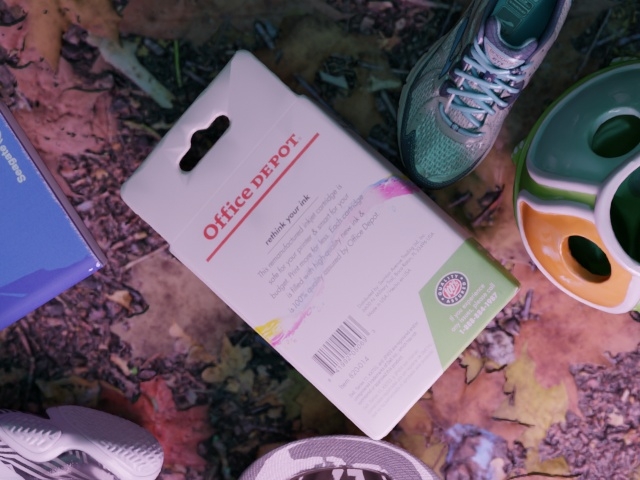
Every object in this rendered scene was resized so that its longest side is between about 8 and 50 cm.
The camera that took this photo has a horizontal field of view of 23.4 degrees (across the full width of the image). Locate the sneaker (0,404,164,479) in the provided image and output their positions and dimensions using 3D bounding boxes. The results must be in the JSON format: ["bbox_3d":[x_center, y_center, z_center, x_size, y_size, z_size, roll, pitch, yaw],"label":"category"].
[{"bbox_3d":[-0.356,0.262,1.560,0.365,0.137,0.210,13,100,-15],"label":"sneaker"}]

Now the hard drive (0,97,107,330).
[{"bbox_3d":[-0.411,0.020,1.589,0.318,0.040,0.210,-32,97,6],"label":"hard drive"}]

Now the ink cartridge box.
[{"bbox_3d":[0.000,0.000,1.519,0.353,0.119,0.207,43,98,6],"label":"ink cartridge box"}]

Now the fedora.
[{"bbox_3d":[0.024,0.298,1.584,0.243,0.124,0.275,-8,108,5],"label":"fedora"}]

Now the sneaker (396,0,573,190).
[{"bbox_3d":[0.159,-0.177,1.502,0.110,0.122,0.283,27,99,-3],"label":"sneaker"}]

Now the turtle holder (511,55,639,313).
[{"bbox_3d":[0.345,-0.055,1.465,0.320,0.227,0.243,-10,99,3],"label":"turtle holder"}]
